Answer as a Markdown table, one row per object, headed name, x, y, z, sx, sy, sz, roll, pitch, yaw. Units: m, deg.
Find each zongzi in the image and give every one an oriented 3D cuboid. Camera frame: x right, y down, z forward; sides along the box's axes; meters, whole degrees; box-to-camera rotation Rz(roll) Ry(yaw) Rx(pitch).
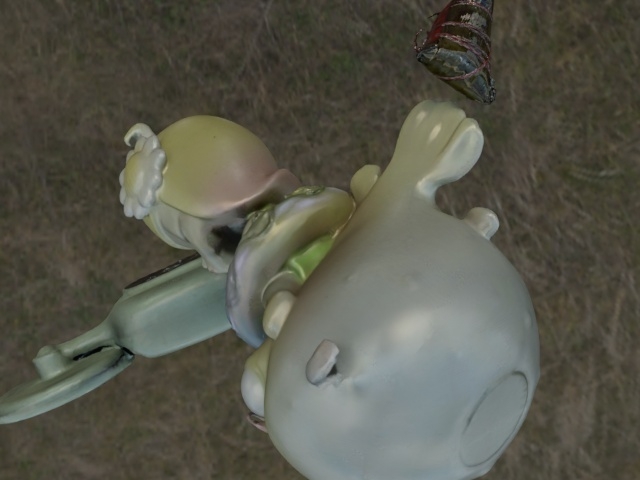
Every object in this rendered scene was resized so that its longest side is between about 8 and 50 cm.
| name | x | y | z | sx | sy | sz | roll | pitch | yaw |
| --- | --- | --- | --- | --- | --- | --- | --- | --- | --- |
| zongzi | 0.093 | -0.140 | 0.793 | 0.067 | 0.083 | 0.073 | 25 | 163 | -19 |

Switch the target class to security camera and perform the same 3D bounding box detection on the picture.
| name | x | y | z | sx | sy | sz | roll | pitch | yaw |
| --- | --- | --- | --- | --- | --- | --- | --- | --- | --- |
| security camera | -0.207 | 0.095 | 1.154 | 0.301 | 0.157 | 0.080 | -26 | 99 | -2 |

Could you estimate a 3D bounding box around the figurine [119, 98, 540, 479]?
| name | x | y | z | sx | sy | sz | roll | pitch | yaw |
| --- | --- | --- | --- | --- | --- | --- | --- | --- | --- |
| figurine | 0.000 | 0.000 | 0.834 | 0.226 | 0.394 | 0.275 | 25 | 99 | -53 |
